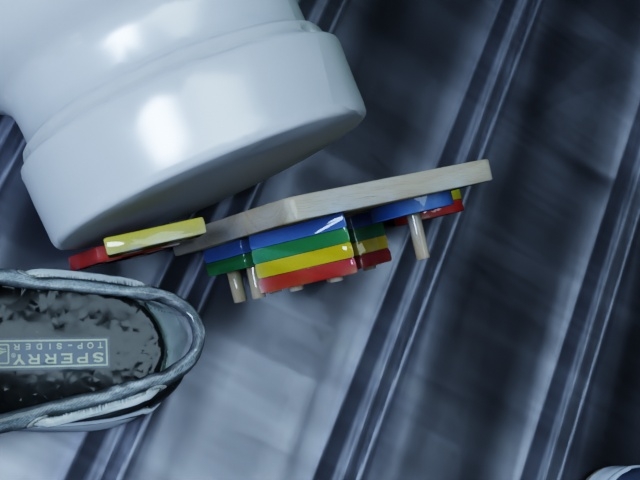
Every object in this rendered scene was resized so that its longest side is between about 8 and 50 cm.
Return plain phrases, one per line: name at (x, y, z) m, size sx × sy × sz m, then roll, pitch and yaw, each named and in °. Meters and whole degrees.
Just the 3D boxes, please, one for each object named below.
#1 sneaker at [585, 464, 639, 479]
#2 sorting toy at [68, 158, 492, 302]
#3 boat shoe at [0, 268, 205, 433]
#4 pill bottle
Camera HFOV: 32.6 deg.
sneaker at (0.226, 0.271, 0.633) m, size 0.099 × 0.153 × 0.282 m, roll 2°, pitch 76°, yaw -24°
sorting toy at (0.000, 0.000, 0.596) m, size 0.274 × 0.132 × 0.046 m, roll -12°, pitch 89°, yaw -34°
boat shoe at (-0.205, 0.058, 0.516) m, size 0.306 × 0.105 × 0.113 m, roll 5°, pitch 75°, yaw -24°
pill bottle at (-0.129, -0.192, 0.559) m, size 0.210 × 0.210 × 0.363 m, roll -24°, pitch 88°, yaw -28°
